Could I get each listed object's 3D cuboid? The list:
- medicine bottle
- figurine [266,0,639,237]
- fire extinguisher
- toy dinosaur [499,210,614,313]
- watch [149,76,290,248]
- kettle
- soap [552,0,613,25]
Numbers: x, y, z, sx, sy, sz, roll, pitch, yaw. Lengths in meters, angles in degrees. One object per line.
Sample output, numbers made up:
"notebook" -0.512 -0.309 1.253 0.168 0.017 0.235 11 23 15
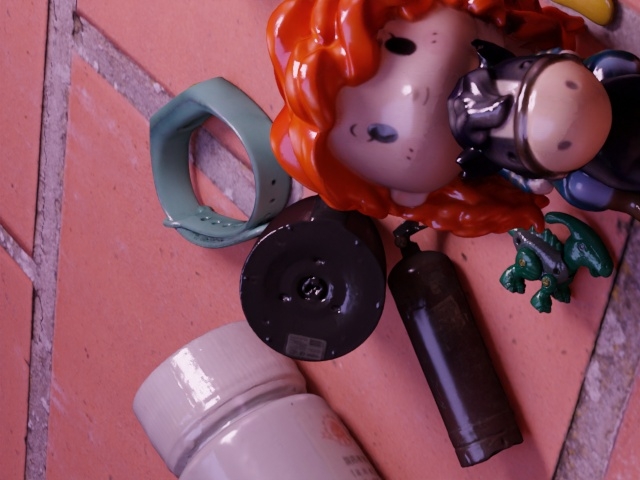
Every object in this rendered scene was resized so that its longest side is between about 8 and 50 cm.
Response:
"medicine bottle" -0.045 0.291 2.111 0.371 0.211 0.211 55 145 23
"figurine" 0.152 -0.105 1.513 0.411 0.306 0.241 20 114 48
"fire extinguisher" 0.134 0.092 1.872 0.089 0.072 0.268 -23 86 23
"toy dinosaur" 0.214 0.008 1.721 0.132 0.059 0.096 42 131 23
"watch" -0.123 -0.085 2.162 0.237 0.068 0.195 -27 86 54
"kettle" 0.000 0.000 1.888 0.232 0.144 0.202 -79 -4 -75
"soap" 0.226 -0.215 1.613 0.089 0.012 0.034 37 136 41
